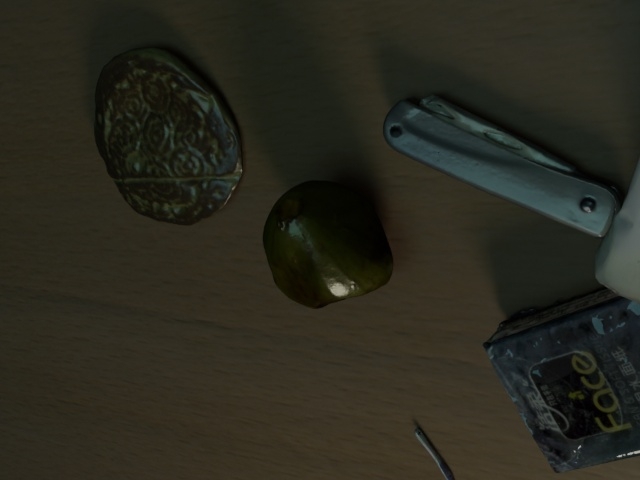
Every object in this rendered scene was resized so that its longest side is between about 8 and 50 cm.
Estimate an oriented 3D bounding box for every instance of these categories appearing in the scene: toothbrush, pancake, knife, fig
[{"bbox_3d":[0.159,0.296,1.122,0.131,0.011,0.013,55,142,0],"label":"toothbrush"},{"bbox_3d":[-0.211,-0.135,1.159,0.250,0.031,0.250,15,120,28],"label":"pancake"},{"bbox_3d":[0.186,-0.082,0.910,0.265,0.040,0.073,29,114,21],"label":"knife"},{"bbox_3d":[0.000,0.000,1.009,0.144,0.154,0.165,-30,135,3],"label":"fig"}]

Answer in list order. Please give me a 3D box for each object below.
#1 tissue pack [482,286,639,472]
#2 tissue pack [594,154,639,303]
[{"bbox_3d":[0.309,0.134,0.904,0.235,0.073,0.173,-26,94,39],"label":"tissue pack"},{"bbox_3d":[0.429,-0.033,0.668,0.356,0.194,0.266,24,123,25],"label":"tissue pack"}]
